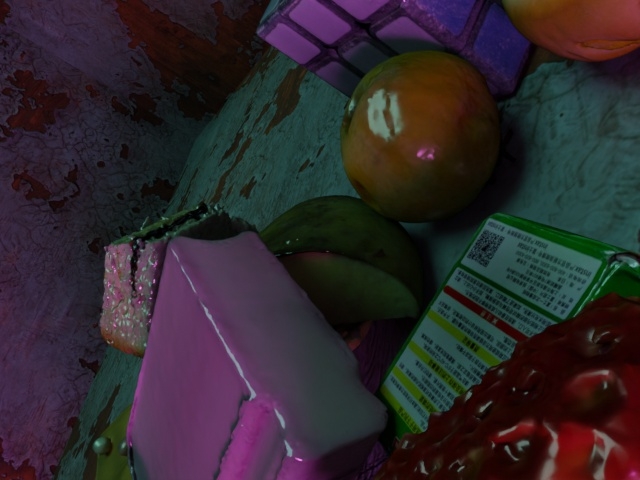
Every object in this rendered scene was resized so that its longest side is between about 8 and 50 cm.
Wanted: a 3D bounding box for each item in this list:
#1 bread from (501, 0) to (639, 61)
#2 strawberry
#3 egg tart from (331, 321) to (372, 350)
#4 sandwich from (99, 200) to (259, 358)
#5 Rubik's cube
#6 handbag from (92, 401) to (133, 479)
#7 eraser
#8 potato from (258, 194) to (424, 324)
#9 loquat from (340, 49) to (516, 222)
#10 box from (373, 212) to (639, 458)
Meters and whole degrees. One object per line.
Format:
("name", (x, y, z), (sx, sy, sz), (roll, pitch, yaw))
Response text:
("bread", (0.328, -0.323, 0.568), (0.333, 0.160, 0.333), (-48, 26, 32))
("strawberry", (0.118, 0.178, 0.295), (0.265, 0.149, 0.336), (20, 84, 41))
("egg tart", (-0.025, 0.108, 0.809), (0.231, 0.099, 0.252), (-23, 31, -24))
("sandwich", (-0.182, 0.086, 0.939), (0.131, 0.325, 0.262), (10, 68, 46))
("Rubik's cube", (0.131, -0.383, 0.866), (0.301, 0.305, 0.303), (-64, 21, -11))
("handbag", (-0.338, 0.446, 1.110), (0.283, 0.133, 0.401), (-47, 26, 17))
("eraser", (-0.100, 0.211, 0.633), (0.272, 0.122, 0.359), (50, 132, 34))
("potato", (0.000, 0.000, 0.791), (0.269, 0.112, 0.255), (-5, 28, 14))
("loquat", (0.125, -0.123, 0.724), (0.213, 0.213, 0.213), (-46, 26, 31))
("box", (0.159, 0.106, 0.488), (0.250, 0.103, 0.180), (-57, 23, 4))
